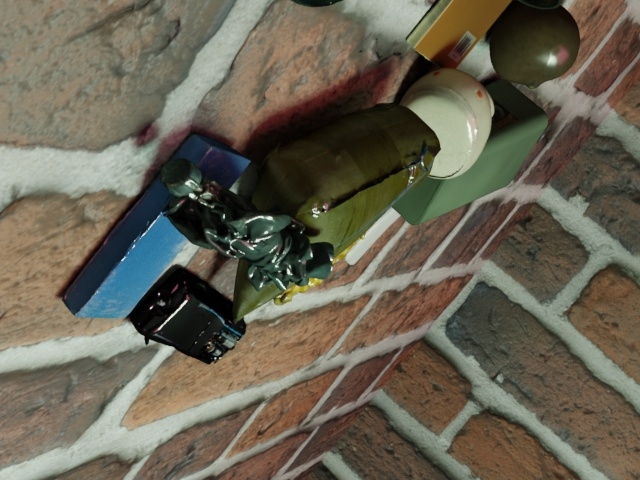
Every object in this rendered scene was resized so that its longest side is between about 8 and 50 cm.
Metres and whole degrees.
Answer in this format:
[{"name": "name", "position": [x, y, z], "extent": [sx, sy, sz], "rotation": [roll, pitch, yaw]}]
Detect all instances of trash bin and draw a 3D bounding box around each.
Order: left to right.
[{"name": "trash bin", "position": [0.302, -0.182, 2.127], "extent": [0.343, 0.158, 0.223], "rotation": [-29, 154, -44]}]

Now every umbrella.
[{"name": "umbrella", "position": [-0.108, -0.013, 1.401], "extent": [0.143, 0.094, 0.349], "rotation": [-27, 148, 15]}]

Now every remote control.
[{"name": "remote control", "position": [-0.221, 0.151, 1.789], "extent": [0.144, 0.062, 0.399], "rotation": [-46, 162, -2]}]

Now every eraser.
[{"name": "eraser", "position": [-0.234, -0.016, 1.435], "extent": [0.312, 0.043, 0.144], "rotation": [-50, 163, 9]}]

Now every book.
[{"name": "book", "position": [0.312, -0.463, 1.759], "extent": [0.374, 0.028, 0.262], "rotation": [-51, 161, 13]}]

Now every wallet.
[{"name": "wallet", "position": [0.119, -0.025, 2.248], "extent": [0.190, 0.033, 0.095], "rotation": [-47, 164, 1]}]

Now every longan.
[{"name": "longan", "position": [0.414, -0.384, 1.942], "extent": [0.189, 0.189, 0.189], "rotation": [-42, 162, -17]}]

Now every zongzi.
[{"name": "zongzi", "position": [0.017, -0.046, 1.713], "extent": [0.356, 0.174, 0.393], "rotation": [-28, 154, -36]}]

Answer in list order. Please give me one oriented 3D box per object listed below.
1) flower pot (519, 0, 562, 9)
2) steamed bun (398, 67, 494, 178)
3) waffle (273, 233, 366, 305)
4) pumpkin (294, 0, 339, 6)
[{"name": "flower pot", "position": [0.341, -0.456, 1.587], "extent": [0.106, 0.157, 0.157], "rotation": [-56, 163, -3]}, {"name": "steamed bun", "position": [0.233, -0.226, 1.851], "extent": [0.130, 0.177, 0.228], "rotation": [-50, 163, -35]}, {"name": "waffle", "position": [0.005, -0.008, 1.970], "extent": [0.329, 0.062, 0.329], "rotation": [-40, 160, -18]}, {"name": "pumpkin", "position": [0.016, -0.356, 1.127], "extent": [0.202, 0.140, 0.202], "rotation": [-45, 163, -18]}]
